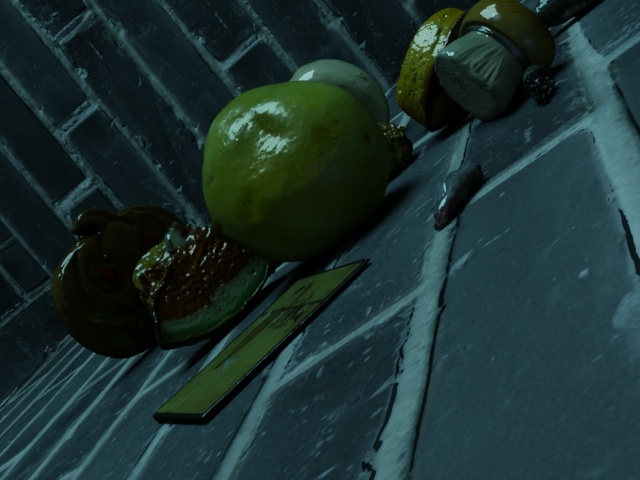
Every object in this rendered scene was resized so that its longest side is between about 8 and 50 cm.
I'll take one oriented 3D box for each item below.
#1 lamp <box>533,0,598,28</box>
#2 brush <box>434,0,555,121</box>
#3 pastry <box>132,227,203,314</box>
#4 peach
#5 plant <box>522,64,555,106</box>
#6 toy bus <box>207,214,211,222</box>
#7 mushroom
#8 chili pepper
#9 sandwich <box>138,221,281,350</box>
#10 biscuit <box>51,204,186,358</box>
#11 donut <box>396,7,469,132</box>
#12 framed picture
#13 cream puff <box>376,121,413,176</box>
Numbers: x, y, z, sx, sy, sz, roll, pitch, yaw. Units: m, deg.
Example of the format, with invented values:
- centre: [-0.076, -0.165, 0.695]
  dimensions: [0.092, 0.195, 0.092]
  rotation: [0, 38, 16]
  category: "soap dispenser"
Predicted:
- centre: [0.534, -0.523, 2.019]
  dimensions: [0.250, 0.101, 0.101]
  rotation: [-41, 8, 3]
  category: "lamp"
- centre: [0.295, -0.311, 1.750]
  dimensions: [0.166, 0.174, 0.267]
  rotation: [-50, 1, -8]
  category: "brush"
- centre: [-0.290, 0.077, 2.150]
  dimensions: [0.240, 0.132, 0.235]
  rotation: [15, 45, 41]
  category: "pastry"
- centre: [-0.043, -0.116, 1.717]
  dimensions: [0.315, 0.314, 0.281]
  rotation: [-66, -20, -13]
  category: "peach"
- centre: [0.346, -0.245, 1.536]
  dimensions: [0.051, 0.051, 0.102]
  rotation: [-37, 19, 18]
  category: "plant"
- centre: [-0.154, -0.087, 2.280]
  dimensions: [0.190, 0.152, 0.312]
  rotation: [-59, 6, -8]
  category: "toy bus"
- centre: [0.024, -0.262, 2.401]
  dimensions: [0.314, 0.314, 0.336]
  rotation: [-33, 37, 36]
  category: "mushroom"
- centre: [0.184, -0.068, 1.332]
  dimensions: [0.153, 0.041, 0.050]
  rotation: [-46, -31, -39]
  category: "chili pepper"
- centre: [-0.222, 0.083, 1.786]
  dimensions: [0.292, 0.212, 0.109]
  rotation: [-59, 2, -28]
  category: "sandwich"
- centre: [-0.437, 0.073, 2.228]
  dimensions: [0.070, 0.350, 0.394]
  rotation: [-10, 33, 44]
  category: "biscuit"
- centre: [0.248, -0.339, 1.923]
  dimensions: [0.253, 0.118, 0.253]
  rotation: [-45, -25, -29]
  category: "donut"
- centre: [-0.092, 0.150, 1.450]
  dimensions: [0.339, 0.014, 0.255]
  rotation: [-43, 9, -24]
  category: "framed picture"
- centre: [0.106, -0.177, 1.968]
  dimensions: [0.165, 0.115, 0.150]
  rotation: [-34, 14, 25]
  category: "cream puff"
